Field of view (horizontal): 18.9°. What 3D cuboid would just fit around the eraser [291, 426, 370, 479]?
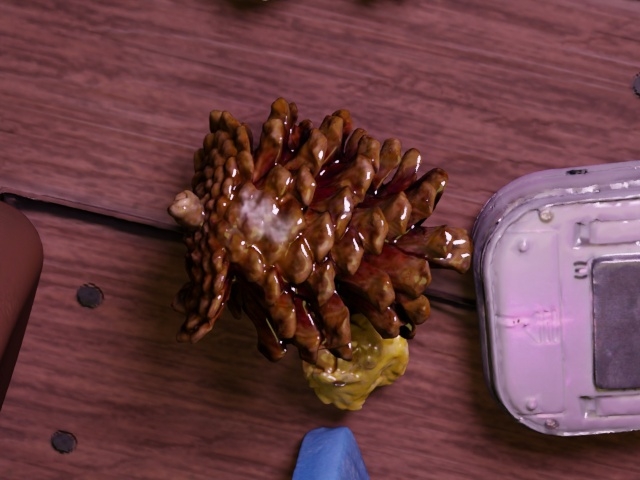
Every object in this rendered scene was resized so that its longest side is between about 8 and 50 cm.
[{"bbox_3d":[0.044,0.309,1.497,0.043,0.144,0.312,-13,112,14],"label":"eraser"}]

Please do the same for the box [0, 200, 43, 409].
[{"bbox_3d":[-0.390,0.068,1.387,0.339,0.229,0.239,19,115,-3],"label":"box"}]

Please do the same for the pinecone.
[{"bbox_3d":[0.001,0.001,1.349,0.212,0.168,0.185,16,109,1],"label":"pinecone"}]

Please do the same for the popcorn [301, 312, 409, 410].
[{"bbox_3d":[0.018,0.080,1.450,0.084,0.084,0.084,2,114,5],"label":"popcorn"}]

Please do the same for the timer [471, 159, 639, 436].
[{"bbox_3d":[0.208,0.046,1.405,0.191,0.069,0.208,-6,112,6],"label":"timer"}]
